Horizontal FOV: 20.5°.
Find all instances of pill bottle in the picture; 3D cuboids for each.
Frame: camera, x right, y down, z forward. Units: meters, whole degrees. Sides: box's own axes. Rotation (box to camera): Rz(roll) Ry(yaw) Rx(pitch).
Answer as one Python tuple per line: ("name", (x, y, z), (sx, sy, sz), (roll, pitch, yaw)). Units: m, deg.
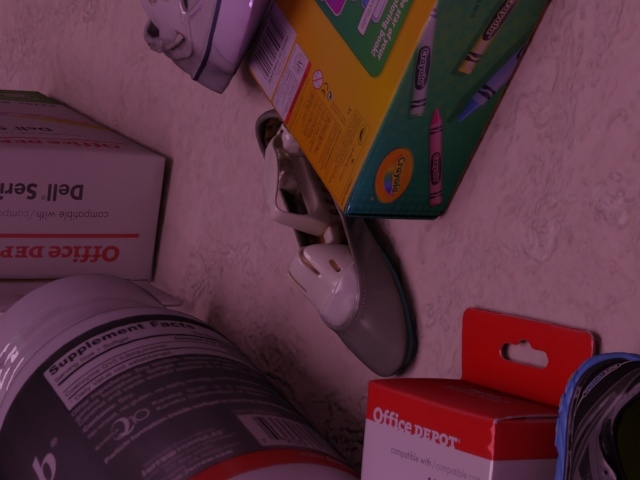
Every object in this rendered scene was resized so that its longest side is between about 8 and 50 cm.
("pill bottle", (-0.110, 0.173, 1.245), (0.363, 0.210, 0.210), (40, 122, 54))

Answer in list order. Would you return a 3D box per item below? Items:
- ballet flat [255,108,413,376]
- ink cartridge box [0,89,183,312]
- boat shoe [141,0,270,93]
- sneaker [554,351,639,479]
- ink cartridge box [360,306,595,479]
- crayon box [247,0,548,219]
("ballet flat", (0.000, 0.000, 1.213), (0.072, 0.068, 0.213), (-49, 49, 46))
("ink cartridge box", (-0.271, -0.044, 1.516), (0.353, 0.207, 0.119), (27, 113, 54))
("boat shoe", (-0.082, -0.174, 1.247), (0.267, 0.088, 0.096), (154, 140, -82))
("sneaker", (0.163, 0.154, 0.947), (0.078, 0.067, 0.188), (-4, 82, 64))
("ink cartridge box", (0.088, 0.161, 1.055), (0.134, 0.078, 0.231), (9, 96, 57))
("crayon box", (0.061, -0.171, 1.110), (0.165, 0.081, 0.278), (58, 135, 41))
